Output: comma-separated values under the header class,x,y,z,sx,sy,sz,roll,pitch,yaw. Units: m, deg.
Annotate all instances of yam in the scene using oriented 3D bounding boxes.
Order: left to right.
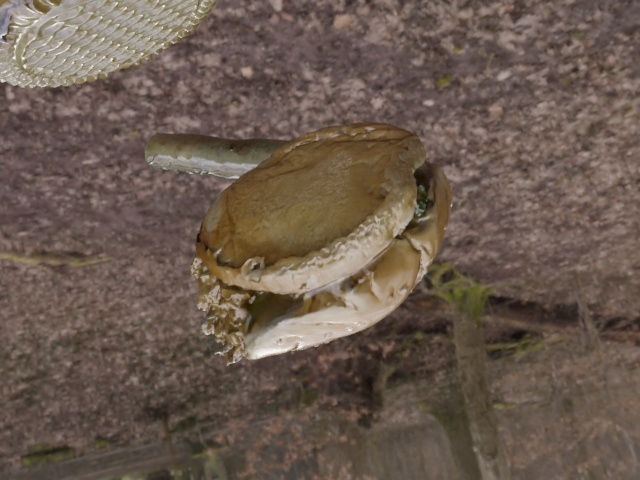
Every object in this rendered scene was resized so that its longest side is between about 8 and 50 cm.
class,x,y,z,sx,sy,sz,roll,pitch,yaw
yam,-0.125,-0.125,1.165,0.317,0.067,0.071,8,-172,22

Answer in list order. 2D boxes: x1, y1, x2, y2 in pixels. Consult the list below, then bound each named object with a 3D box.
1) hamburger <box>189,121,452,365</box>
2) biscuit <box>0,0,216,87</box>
class,x,y,z,sx,sy,sz,roll,pitch,yaw
hamburger,0.000,0.000,0.736,0.286,0.146,0.243,-38,-154,-14
biscuit,-0.202,-0.218,0.703,0.259,0.079,0.259,-24,177,-1
